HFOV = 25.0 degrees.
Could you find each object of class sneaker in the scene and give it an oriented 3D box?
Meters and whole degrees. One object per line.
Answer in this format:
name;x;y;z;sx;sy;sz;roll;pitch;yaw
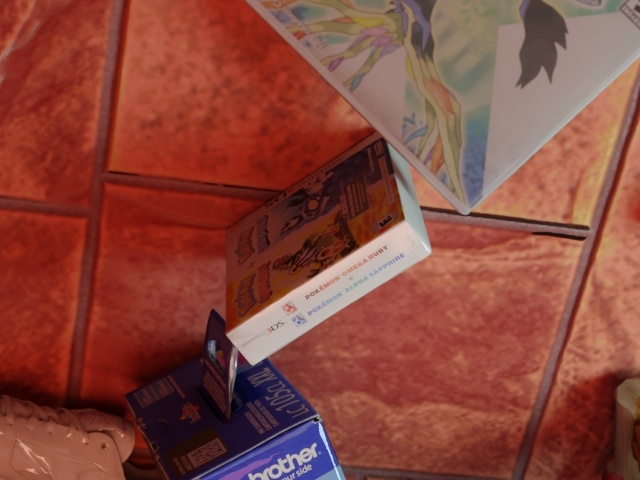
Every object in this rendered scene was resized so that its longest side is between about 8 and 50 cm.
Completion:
sneaker;-0.281;0.199;1.448;0.152;0.114;0.305;-43;120;3

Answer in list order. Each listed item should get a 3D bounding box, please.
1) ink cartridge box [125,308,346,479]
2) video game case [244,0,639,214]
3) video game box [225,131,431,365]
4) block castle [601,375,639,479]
ink cartridge box;-0.052;0.266;1.363;0.151;0.270;0.395;-27;109;-10
video game case;0.101;-0.227;1.165;0.329;0.036;0.300;44;122;-2
video game box;0.000;0.000;1.293;0.187;0.205;0.048;-35;113;13
block castle;0.525;0.274;1.450;0.453;0.303;0.213;-7;122;0
